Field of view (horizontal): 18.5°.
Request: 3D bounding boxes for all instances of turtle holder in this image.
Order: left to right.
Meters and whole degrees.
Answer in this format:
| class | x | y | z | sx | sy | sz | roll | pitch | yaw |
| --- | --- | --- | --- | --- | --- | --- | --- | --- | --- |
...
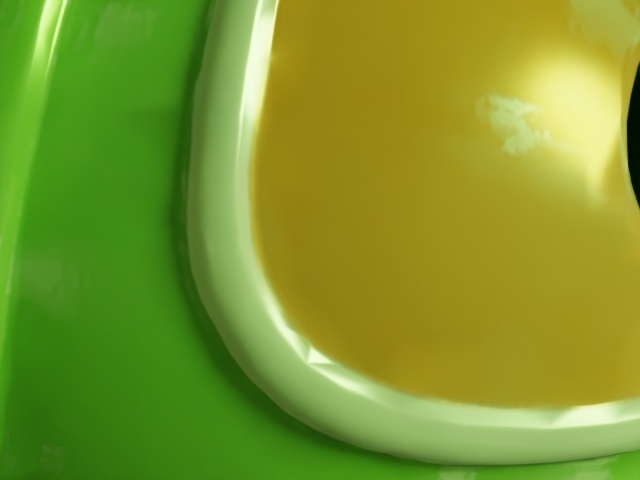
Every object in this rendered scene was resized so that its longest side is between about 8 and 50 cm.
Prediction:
| class | x | y | z | sx | sy | sz | roll | pitch | yaw |
| --- | --- | --- | --- | --- | --- | --- | --- | --- | --- |
| turtle holder | -0.002 | 0.010 | 0.505 | 0.320 | 0.227 | 0.243 | 100 | 2 | -48 |
